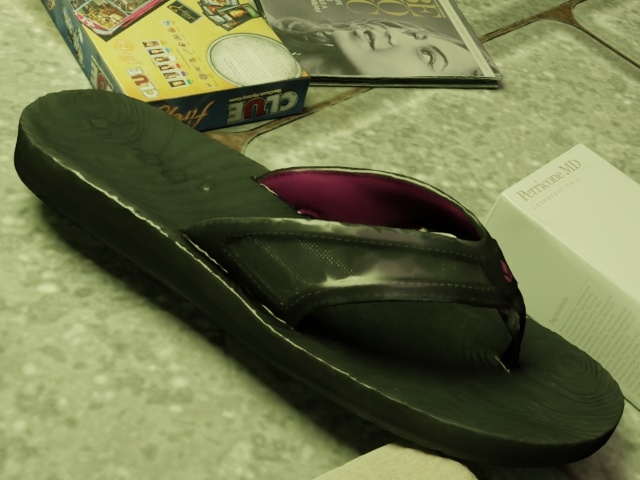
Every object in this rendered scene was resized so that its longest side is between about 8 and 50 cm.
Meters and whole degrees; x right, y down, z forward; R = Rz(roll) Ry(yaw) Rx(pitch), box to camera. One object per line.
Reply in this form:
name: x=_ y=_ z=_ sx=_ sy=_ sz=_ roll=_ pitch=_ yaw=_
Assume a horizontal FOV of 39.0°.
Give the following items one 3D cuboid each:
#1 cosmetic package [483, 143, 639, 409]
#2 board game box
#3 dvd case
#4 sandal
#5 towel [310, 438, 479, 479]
cosmetic package: x=0.235 y=0.038 z=0.660 sx=0.117 sy=0.085 sz=0.231 roll=-30 pitch=62 yaw=-37
board game box: x=-0.140 y=-0.190 z=0.801 sx=0.165 sy=0.042 sz=0.243 roll=-14 pitch=52 yaw=-29
dvd case: x=0.053 y=-0.208 z=0.897 sx=0.221 sy=0.018 sz=0.165 roll=-2 pitch=47 yaw=-19
sandal: x=-0.002 y=0.000 z=0.582 sx=0.445 sy=0.107 sz=0.167 roll=28 pitch=31 yaw=8
towel: x=0.005 y=0.202 z=0.421 sx=0.282 sy=0.049 sz=0.187 roll=-16 pitch=38 yaw=-31
